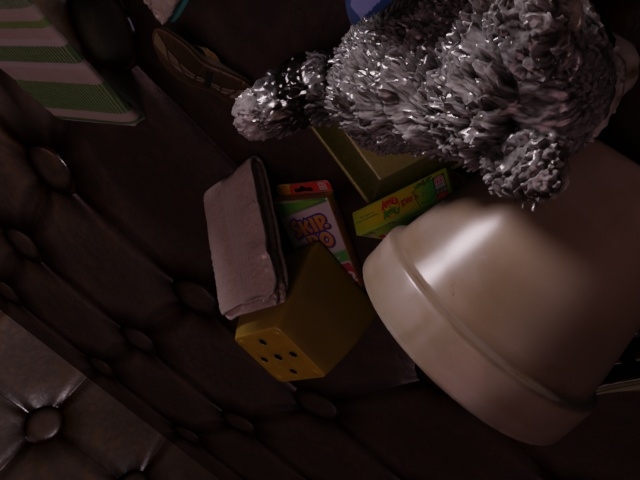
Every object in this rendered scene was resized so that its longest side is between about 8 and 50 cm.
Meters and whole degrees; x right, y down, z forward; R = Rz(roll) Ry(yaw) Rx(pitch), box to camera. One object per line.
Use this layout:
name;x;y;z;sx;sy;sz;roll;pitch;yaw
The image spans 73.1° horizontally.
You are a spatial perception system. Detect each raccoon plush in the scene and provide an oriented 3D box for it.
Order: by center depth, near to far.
raccoon plush;0.068;-0.124;0.463;0.446;0.299;0.216;-21;114;27

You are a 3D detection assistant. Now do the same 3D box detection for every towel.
towel;-0.498;-0.323;0.767;0.247;0.038;0.325;11;159;21
towel;-0.154;0.001;0.834;0.187;0.049;0.283;-24;73;40

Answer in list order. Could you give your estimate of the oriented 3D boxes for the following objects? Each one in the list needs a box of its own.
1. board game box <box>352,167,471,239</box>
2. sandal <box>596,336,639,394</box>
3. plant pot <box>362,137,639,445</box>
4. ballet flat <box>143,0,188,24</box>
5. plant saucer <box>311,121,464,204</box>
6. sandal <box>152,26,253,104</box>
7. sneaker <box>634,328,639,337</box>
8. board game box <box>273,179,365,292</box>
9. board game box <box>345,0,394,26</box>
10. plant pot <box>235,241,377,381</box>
board game box;0.150;-0.052;0.697;0.181;0.092;0.043;-24;69;41
sandal;0.498;0.211;0.723;0.302;0.120;0.086;-20;129;39
plant pot;0.260;0.023;0.532;0.323;0.323;0.280;34;112;-2
ballet flat;-0.145;-0.439;0.479;0.147;0.147;0.409;45;133;-12
plant saucer;0.102;-0.166;0.660;0.188;0.045;0.188;-24;113;40
sandal;-0.191;-0.290;0.719;0.180;0.049;0.072;26;143;-14
sneaker;0.422;0.088;0.680;0.234;0.078;0.106;27;133;3
board game box;0.000;0.000;0.870;0.124;0.039;0.260;-2;124;30
board game box;0.115;-0.313;0.537;0.168;0.033;0.133;6;128;16
plant pot;-0.044;0.164;0.880;0.212;0.187;0.212;-24;115;41
